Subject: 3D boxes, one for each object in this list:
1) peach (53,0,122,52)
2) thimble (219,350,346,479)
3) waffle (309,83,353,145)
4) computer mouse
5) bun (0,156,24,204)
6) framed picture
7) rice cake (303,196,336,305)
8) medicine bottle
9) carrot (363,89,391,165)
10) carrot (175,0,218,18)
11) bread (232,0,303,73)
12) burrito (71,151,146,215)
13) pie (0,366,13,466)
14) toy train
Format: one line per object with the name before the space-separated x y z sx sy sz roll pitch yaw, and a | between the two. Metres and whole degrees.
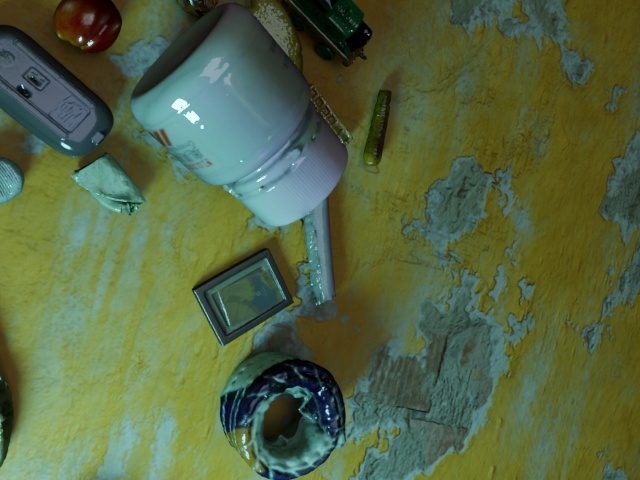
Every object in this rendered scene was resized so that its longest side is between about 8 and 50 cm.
peach | -0.379 -0.361 0.918 0.101 0.101 0.100 -2 94 -27
thimble | -0.068 0.336 1.091 0.237 0.150 0.237 -1 93 -29
waffle | -0.010 -0.231 1.142 0.102 0.042 0.148 -45 112 -17
computer mouse | -0.450 -0.238 0.909 0.232 0.057 0.120 41 75 -21
bun | -0.515 -0.094 0.891 0.083 0.045 0.083 -2 96 -24
framed picture | -0.149 0.109 1.104 0.168 0.023 0.128 -30 106 -23
rice cake | -0.001 0.000 1.158 0.055 0.049 0.269 -8 96 -40
medicine bottle | -0.128 -0.202 0.967 0.325 0.256 0.256 45 73 -33
carrot | 0.124 -0.245 1.211 0.042 0.042 0.170 13 87 -27
carrot | -0.280 -0.483 0.977 0.229 0.069 0.069 40 76 -22
bread | -0.116 -0.364 1.074 0.149 0.065 0.187 -28 109 -12
burrito | -0.361 -0.091 0.971 0.074 0.044 0.118 -43 109 -16
pie | -0.636 0.273 0.839 0.339 0.077 0.339 -4 99 -28
toy train | 0.021 -0.437 1.093 0.228 0.136 0.091 40 76 -21
